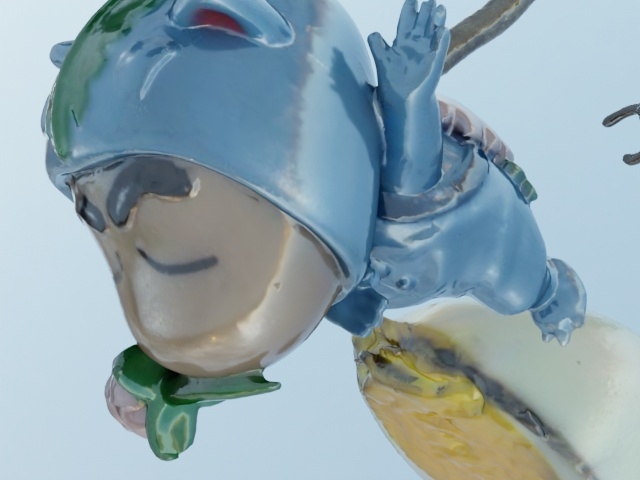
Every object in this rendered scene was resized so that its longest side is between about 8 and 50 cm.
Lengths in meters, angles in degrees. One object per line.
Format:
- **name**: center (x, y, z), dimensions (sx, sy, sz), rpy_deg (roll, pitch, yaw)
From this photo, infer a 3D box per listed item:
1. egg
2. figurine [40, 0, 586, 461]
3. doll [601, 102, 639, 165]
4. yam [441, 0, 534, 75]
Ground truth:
- **egg**: center (0.174, 0.134, 1.274), dimensions (0.286, 0.264, 0.174), rpy_deg (23, -121, 33)
- **figurine**: center (-0.003, 0.003, 0.452), dimensions (0.114, 0.178, 0.145), rpy_deg (13, -97, 57)
- **doll**: center (0.359, -0.123, 1.475), dimensions (0.165, 0.139, 0.057), rpy_deg (136, -50, -61)
- **yam**: center (0.197, -0.257, 1.705), dimensions (0.327, 0.045, 0.045), rpy_deg (-38, -144, -25)
